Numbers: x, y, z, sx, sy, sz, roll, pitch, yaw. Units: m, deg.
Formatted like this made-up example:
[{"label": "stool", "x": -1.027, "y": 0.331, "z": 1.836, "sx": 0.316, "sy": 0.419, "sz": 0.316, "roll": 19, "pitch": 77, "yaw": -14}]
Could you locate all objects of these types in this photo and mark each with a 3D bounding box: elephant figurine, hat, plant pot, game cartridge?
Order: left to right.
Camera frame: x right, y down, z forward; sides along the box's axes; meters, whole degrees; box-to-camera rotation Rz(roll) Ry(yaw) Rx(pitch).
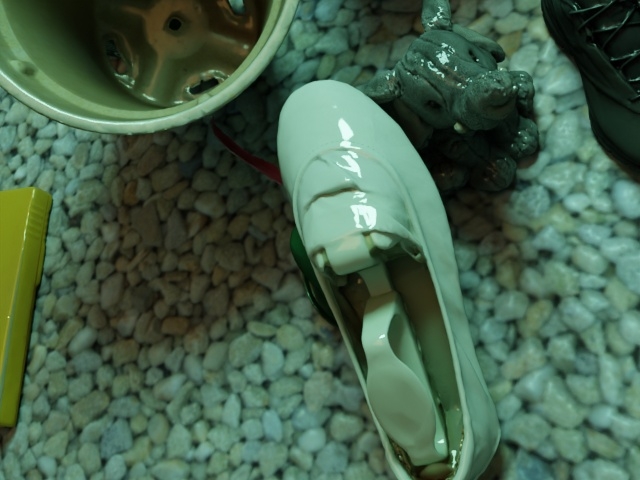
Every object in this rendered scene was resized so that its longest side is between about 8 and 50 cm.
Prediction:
[{"label": "game cartridge", "x": -0.515, "y": 0.095, "z": 1.082, "sx": 0.285, "sy": 0.052, "sz": 0.324, "roll": -5, "pitch": 70, "yaw": 25}, {"label": "plant pot", "x": -0.180, "y": -0.267, "z": 0.843, "sx": 0.333, "sy": 0.305, "sz": 0.334, "roll": 0, "pitch": 92, "yaw": -1}, {"label": "hat", "x": 0.000, "y": 0.000, "z": 0.765, "sx": 0.208, "sy": 0.183, "sz": 0.173, "roll": 17, "pitch": 90, "yaw": 33}, {"label": "elephant figurine", "x": 0.118, "y": -0.151, "z": 0.734, "sx": 0.185, "sy": 0.239, "sz": 0.170, "roll": -2, "pitch": 74, "yaw": 26}]

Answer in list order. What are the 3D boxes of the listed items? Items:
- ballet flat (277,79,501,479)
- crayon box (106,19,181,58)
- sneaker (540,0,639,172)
[{"label": "ballet flat", "x": 0.057, "y": 0.043, "z": 0.681, "sx": 0.139, "sy": 0.139, "sz": 0.401, "roll": -20, "pitch": 92, "yaw": 19}, {"label": "crayon box", "x": -0.250, "y": -0.419, "z": 1.093, "sx": 0.203, "sy": 0.083, "sz": 0.323, "roll": 19, "pitch": 84, "yaw": 29}, {"label": "sneaker", "x": 0.282, "y": -0.183, "z": 0.730, "sx": 0.109, "sy": 0.130, "sz": 0.286, "roll": -31, "pitch": 64, "yaw": 13}]
